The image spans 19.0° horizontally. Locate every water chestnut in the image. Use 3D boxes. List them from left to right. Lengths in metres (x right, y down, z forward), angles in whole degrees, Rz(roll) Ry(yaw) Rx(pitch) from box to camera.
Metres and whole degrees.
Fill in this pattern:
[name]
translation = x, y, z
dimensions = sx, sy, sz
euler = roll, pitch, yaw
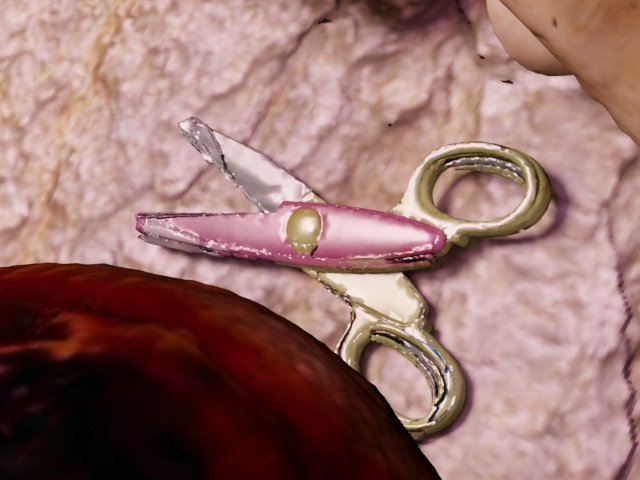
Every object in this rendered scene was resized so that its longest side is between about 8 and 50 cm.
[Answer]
[water chestnut]
translation = -0.069, 0.166, 0.658
dimensions = 0.350, 0.302, 0.350
euler = 8, 107, 29

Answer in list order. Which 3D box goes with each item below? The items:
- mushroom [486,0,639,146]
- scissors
[mushroom]
translation = 0.137, -0.130, 0.707
dimensions = 0.234, 0.254, 0.260
euler = -40, 45, 53
[scissors]
translation = 0.000, 0.000, 0.828
dimensions = 0.187, 0.020, 0.133
euler = 23, 85, 31
